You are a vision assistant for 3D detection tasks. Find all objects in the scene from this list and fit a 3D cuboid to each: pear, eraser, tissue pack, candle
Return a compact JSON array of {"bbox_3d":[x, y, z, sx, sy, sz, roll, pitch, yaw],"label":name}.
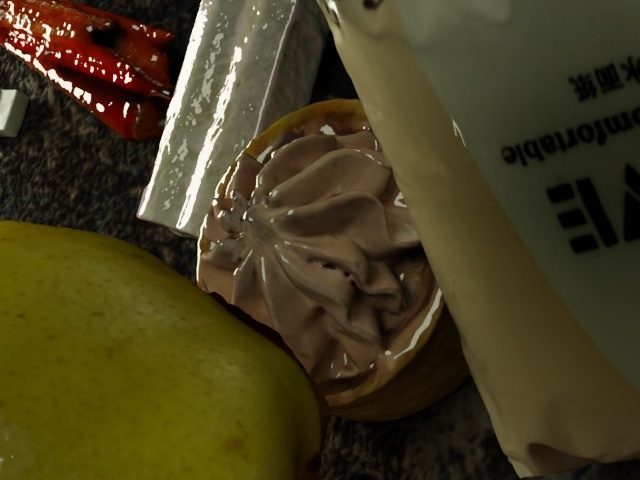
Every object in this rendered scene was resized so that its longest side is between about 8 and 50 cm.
[{"bbox_3d":[-0.199,0.159,0.970,0.386,0.191,0.340,-9,86,28],"label":"pear"},{"bbox_3d":[-0.273,-0.103,1.426,0.083,0.019,0.038,3,70,39],"label":"eraser"},{"bbox_3d":[0.190,-0.070,0.818,0.375,0.390,0.195,-16,16,47],"label":"tissue pack"},{"bbox_3d":[-0.199,-0.151,1.364,0.302,0.059,0.084,28,79,43],"label":"candle"}]

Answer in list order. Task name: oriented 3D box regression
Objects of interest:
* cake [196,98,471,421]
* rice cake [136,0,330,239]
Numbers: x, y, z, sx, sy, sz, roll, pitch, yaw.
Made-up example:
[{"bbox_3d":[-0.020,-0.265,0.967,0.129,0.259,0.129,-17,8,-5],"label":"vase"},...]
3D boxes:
[{"bbox_3d":[0.000,0.000,1.056,0.185,0.178,0.207,-32,50,24],"label":"cake"},{"bbox_3d":[-0.046,-0.135,1.223,0.106,0.050,0.298,11,82,44],"label":"rice cake"}]
